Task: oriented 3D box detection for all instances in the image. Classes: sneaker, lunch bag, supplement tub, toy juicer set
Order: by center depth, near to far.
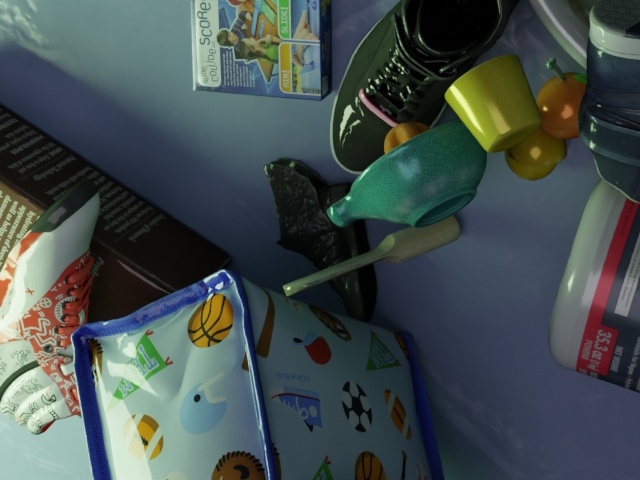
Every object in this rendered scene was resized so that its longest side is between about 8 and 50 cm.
[{"bbox_3d":[0.322,-0.106,1.333,0.226,0.086,0.163,9,126,7],"label":"sneaker"},{"bbox_3d":[0.351,0.058,1.423,0.272,0.191,0.191,18,115,14],"label":"supplement tub"},{"bbox_3d":[0.081,-0.161,1.467,0.104,0.147,0.296,39,119,1],"label":"sneaker"},{"bbox_3d":[0.115,-0.070,1.477,0.329,0.209,0.089,-41,71,42],"label":"toy juicer set"},{"bbox_3d":[-0.025,0.254,1.480,0.238,0.328,0.386,-23,64,28],"label":"lunch bag"},{"bbox_3d":[-0.243,0.072,1.556,0.145,0.090,0.270,41,120,1],"label":"sneaker"},{"bbox_3d":[-0.001,0.001,1.614,0.089,0.051,0.170,-5,103,22],"label":"sneaker"}]

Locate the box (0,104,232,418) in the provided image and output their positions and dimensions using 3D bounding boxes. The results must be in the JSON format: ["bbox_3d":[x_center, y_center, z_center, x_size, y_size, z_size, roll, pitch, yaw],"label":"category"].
[{"bbox_3d":[-0.305,0.005,1.679,0.381,0.143,0.191,35,117,7],"label":"box"}]

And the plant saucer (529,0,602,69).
[{"bbox_3d":[0.350,-0.296,1.336,0.400,0.100,0.401,8,115,17],"label":"plant saucer"}]

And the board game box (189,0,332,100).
[{"bbox_3d":[-0.058,-0.238,1.552,0.136,0.035,0.201,7,111,18],"label":"board game box"}]
